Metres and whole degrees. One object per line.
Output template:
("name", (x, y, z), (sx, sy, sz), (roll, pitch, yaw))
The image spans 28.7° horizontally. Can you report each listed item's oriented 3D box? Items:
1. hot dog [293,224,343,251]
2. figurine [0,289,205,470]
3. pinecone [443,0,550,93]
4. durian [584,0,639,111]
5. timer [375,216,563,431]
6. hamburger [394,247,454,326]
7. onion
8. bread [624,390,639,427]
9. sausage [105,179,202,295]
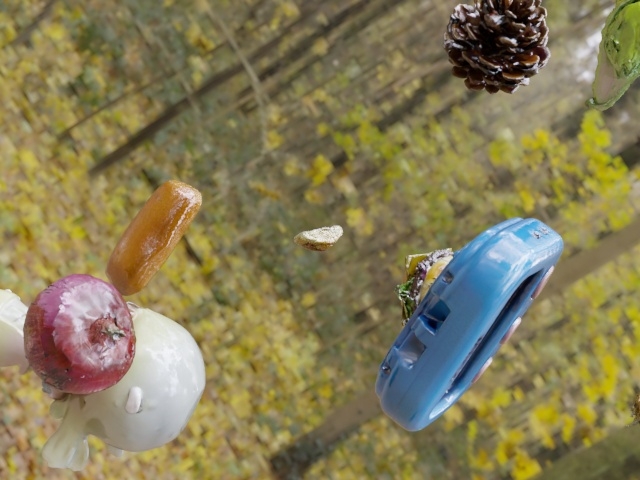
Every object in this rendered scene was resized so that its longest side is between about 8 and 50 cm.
("hot dog", (0.000, 0.000, 1.973), (0.090, 0.030, 0.034), (-11, 73, -40))
("figurine", (-0.375, 0.195, 1.837), (0.394, 0.275, 0.226), (24, 3, 2))
("pinecone", (0.262, -0.299, 1.818), (0.174, 0.173, 0.173), (59, 3, -5))
("durian", (0.580, -0.380, 2.260), (0.106, 0.375, 0.132), (23, 37, -16))
("timer", (0.220, 0.117, 1.858), (0.115, 0.340, 0.309), (37, 22, 15))
("hamburger", (0.223, 0.096, 2.374), (0.093, 0.189, 0.164), (15, -62, 45))
("onion", (-0.281, 0.112, 1.519), (0.150, 0.150, 0.140), (59, -30, -8))
("bread", (0.696, 0.292, 2.142), (0.225, 0.250, 0.279), (59, 39, -13))
("sausage", (-0.309, -0.007, 2.280), (0.098, 0.238, 0.098), (33, -6, 4))
